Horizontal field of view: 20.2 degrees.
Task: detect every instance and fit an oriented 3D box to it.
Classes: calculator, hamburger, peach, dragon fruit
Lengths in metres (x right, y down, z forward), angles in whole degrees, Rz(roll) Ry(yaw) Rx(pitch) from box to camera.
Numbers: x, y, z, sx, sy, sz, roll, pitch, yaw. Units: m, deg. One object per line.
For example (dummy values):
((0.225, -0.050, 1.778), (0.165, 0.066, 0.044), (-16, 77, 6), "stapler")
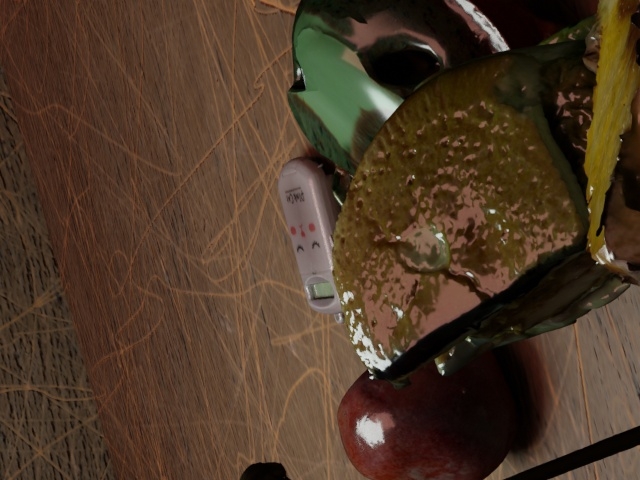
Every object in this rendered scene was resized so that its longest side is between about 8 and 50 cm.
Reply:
((0.000, 0.000, 1.821), (0.100, 0.032, 0.175), (-11, 94, 68), "calculator")
((0.135, -0.036, 1.183), (0.288, 0.168, 0.192), (-35, 62, 36), "hamburger")
((0.096, 0.139, 1.542), (0.152, 0.152, 0.152), (166, 90, -68), "peach")
((0.078, -0.123, 1.372), (0.295, 0.130, 0.268), (40, 149, 32), "dragon fruit")

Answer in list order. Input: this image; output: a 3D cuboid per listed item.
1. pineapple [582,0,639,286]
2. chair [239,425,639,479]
((0.265, -0.134, 0.976), (0.286, 0.209, 0.344), (-64, -12, -83), "pineapple")
((0.226, 0.296, 1.044), (0.410, 0.365, 0.361), (19, 121, 60), "chair")
